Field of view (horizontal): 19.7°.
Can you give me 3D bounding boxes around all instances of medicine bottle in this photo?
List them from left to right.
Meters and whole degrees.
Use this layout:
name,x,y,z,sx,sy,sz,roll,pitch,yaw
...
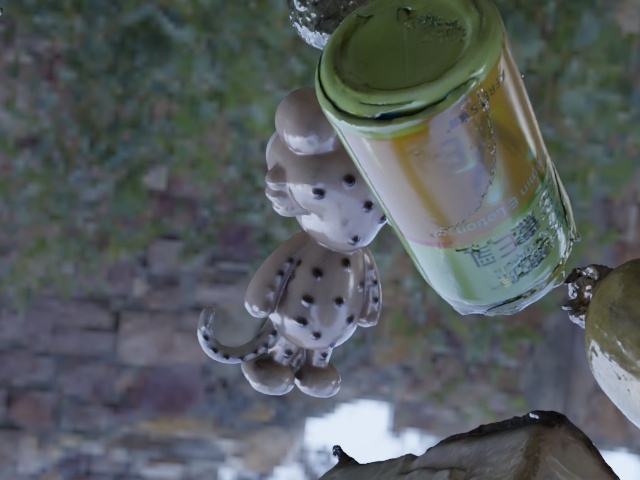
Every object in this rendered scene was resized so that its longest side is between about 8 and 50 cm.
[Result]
name,x,y,z,sx,sy,sz,roll,pitch,yaw
medicine bottle,0.090,-0.049,1.204,0.124,0.124,0.239,10,149,33

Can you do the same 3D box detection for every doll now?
name,x,y,z,sx,sy,sz,roll,pitch,yaw
doll,0.002,0.001,1.554,0.154,0.278,0.119,14,-162,-28
doll,0.094,-0.210,1.960,0.286,0.091,0.203,29,-156,-12

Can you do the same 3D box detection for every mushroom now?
name,x,y,z,sx,sy,sz,roll,pitch,yaw
mushroom,0.074,0.217,1.043,0.173,0.162,0.236,-51,-165,-32

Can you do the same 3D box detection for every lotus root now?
name,x,y,z,sx,sy,sz,roll,pitch,yaw
lotus root,0.357,0.114,1.778,0.342,0.169,0.151,38,-161,35

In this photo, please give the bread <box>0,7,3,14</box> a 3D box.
name,x,y,z,sx,sy,sz,roll,pitch,yaw
bread,-0.359,-0.249,1.412,0.156,0.204,0.288,-26,-131,-9
